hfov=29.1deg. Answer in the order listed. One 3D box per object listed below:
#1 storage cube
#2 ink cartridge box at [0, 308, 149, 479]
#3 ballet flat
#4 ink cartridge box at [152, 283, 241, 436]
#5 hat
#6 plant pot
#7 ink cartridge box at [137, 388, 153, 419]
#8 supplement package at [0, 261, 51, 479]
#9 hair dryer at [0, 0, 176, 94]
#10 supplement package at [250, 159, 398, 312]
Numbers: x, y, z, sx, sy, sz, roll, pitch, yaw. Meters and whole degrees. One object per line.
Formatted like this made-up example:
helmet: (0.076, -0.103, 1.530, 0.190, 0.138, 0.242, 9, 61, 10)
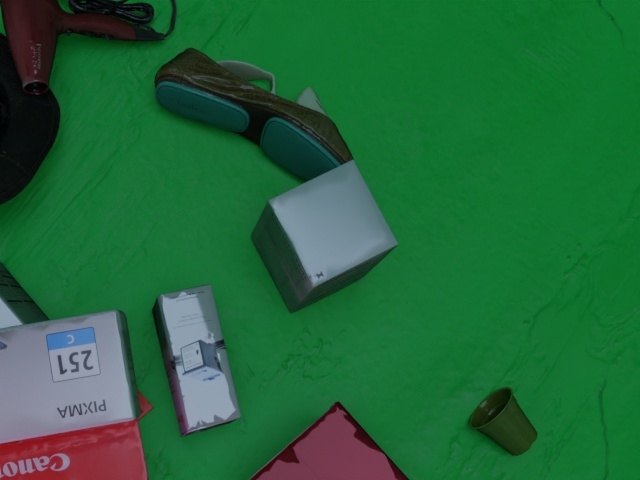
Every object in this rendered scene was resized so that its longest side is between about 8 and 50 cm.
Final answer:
storage cube: (0.014, 0.358, 1.684, 0.183, 0.215, 0.193, -40, 81, -14)
ink cartridge box: (-0.367, 0.236, 1.502, 0.296, 0.066, 0.261, -10, 86, -2)
ballet flat: (-0.080, -0.194, 1.844, 0.342, 0.116, 0.124, 25, 57, 0)
ink cartridge box: (-0.176, 0.170, 1.725, 0.082, 0.139, 0.191, -14, 82, -13)
hat: (-0.540, -0.154, 1.729, 0.331, 0.134, 0.331, 14, 59, -24)
plant pot: (0.276, 0.274, 1.815, 0.083, 0.083, 0.079, -46, 102, -14)
ink cartridge box: (-0.298, 0.214, 1.753, 0.063, 0.029, 0.115, -42, 86, -13)
supplement package: (-0.447, 0.175, 1.636, 0.199, 0.198, 0.263, -41, 87, -4)
hair dryer: (-0.355, -0.325, 1.792, 0.223, 0.080, 0.293, 33, 58, 0)
supplement package: (0.000, 0.000, 1.734, 0.134, 0.244, 0.139, -26, 84, -13)
